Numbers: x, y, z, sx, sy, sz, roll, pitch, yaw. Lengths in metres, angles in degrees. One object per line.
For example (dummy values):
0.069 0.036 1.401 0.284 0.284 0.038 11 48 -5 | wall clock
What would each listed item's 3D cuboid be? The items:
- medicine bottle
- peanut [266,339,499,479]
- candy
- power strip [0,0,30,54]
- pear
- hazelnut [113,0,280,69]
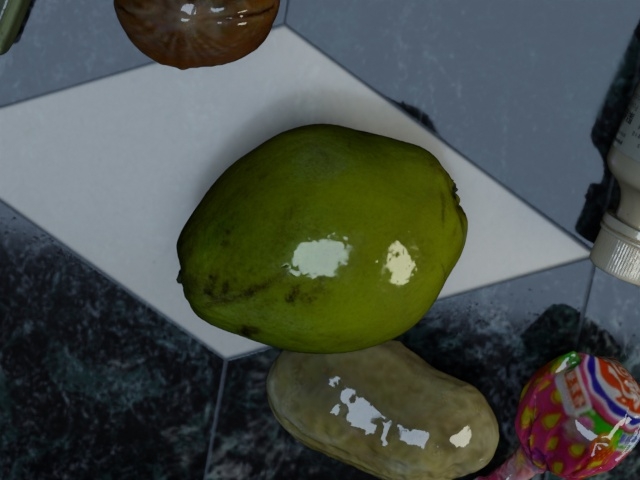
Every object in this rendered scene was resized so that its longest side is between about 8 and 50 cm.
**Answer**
0.326 -0.082 1.747 0.114 0.114 0.252 21 104 -5 | medicine bottle
0.059 0.159 1.800 0.224 0.129 0.129 26 103 4 | peanut
0.163 0.243 1.848 0.124 0.124 0.365 44 109 -10 | candy
-0.253 -0.355 1.709 0.092 0.066 0.387 26 105 1 | power strip
0.000 0.000 1.722 0.269 0.212 0.212 -18 104 -2 | pear
-0.111 -0.222 1.699 0.150 0.150 0.150 0 104 0 | hazelnut
